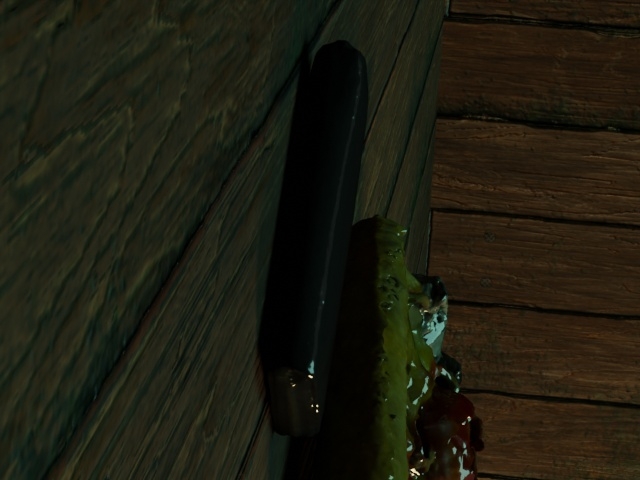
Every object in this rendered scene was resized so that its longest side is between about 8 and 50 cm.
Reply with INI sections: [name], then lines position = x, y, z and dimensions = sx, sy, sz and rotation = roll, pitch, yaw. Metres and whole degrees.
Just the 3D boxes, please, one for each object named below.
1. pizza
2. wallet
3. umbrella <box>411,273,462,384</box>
[pizza]
position = 0.083, 0.229, 1.320
dimensions = 0.440, 0.130, 0.406
rotation = -84, 162, -45
[wallet]
position = 0.000, 0.000, 1.043
dimensions = 0.149, 0.044, 0.250
rotation = 90, 7, -64
[umbrella]
position = 0.075, 0.204, 1.567
dimensions = 0.106, 0.113, 0.358
rotation = -126, -144, -65
